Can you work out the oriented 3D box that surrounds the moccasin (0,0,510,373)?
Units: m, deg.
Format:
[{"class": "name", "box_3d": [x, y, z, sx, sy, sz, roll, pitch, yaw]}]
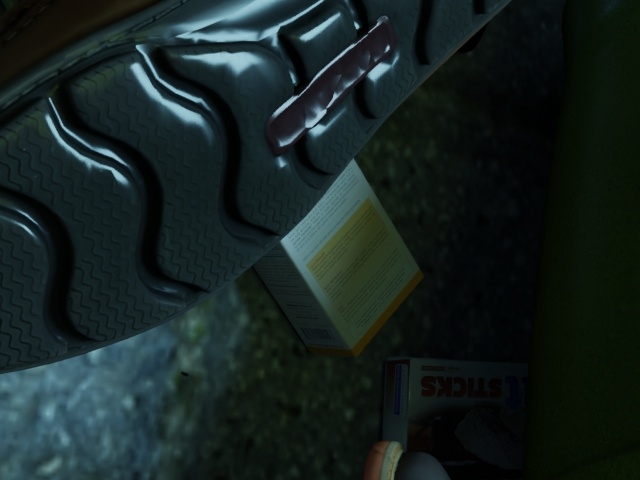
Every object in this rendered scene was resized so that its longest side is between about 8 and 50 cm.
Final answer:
[{"class": "moccasin", "box_3d": [-0.054, -0.087, 0.603, 0.380, 0.147, 0.139, -46, 134, -22]}]

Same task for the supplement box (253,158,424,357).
[{"class": "supplement box", "box_3d": [0.000, 0.000, 0.708, 0.062, 0.036, 0.098, -47, 118, -30]}]

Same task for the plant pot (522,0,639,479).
[{"class": "plant pot", "box_3d": [0.257, 0.018, 0.736, 0.366, 0.366, 0.353, 14, 62, -39]}]

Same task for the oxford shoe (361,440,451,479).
[{"class": "oxford shoe", "box_3d": [0.084, 0.201, 0.604, 0.097, 0.098, 0.271, -58, 132, -69]}]

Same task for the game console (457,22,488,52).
[{"class": "game console", "box_3d": [0.080, -0.187, 0.748, 0.144, 0.124, 0.085, 36, 41, -35]}]

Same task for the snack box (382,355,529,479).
[{"class": "snack box", "box_3d": [0.105, 0.099, 0.807, 0.178, 0.022, 0.064, 7, 84, -40]}]
